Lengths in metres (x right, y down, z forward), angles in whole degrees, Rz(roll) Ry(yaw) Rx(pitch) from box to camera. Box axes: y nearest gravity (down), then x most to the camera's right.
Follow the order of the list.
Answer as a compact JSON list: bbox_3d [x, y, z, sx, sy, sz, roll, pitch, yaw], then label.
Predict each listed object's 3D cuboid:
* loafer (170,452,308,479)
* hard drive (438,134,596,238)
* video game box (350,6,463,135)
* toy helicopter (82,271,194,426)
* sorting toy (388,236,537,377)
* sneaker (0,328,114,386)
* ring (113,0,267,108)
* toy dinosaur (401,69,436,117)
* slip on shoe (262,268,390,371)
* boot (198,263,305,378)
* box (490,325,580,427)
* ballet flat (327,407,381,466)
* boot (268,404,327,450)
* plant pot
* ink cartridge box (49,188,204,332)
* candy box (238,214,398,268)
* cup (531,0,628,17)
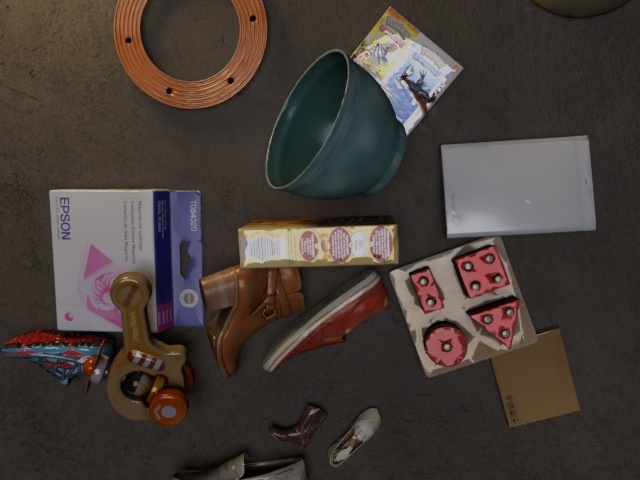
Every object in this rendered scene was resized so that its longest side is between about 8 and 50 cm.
[{"bbox_3d":[-0.189,0.548,1.342,0.320,0.112,0.111,1,92,-4],"label":"loafer"},{"bbox_3d":[0.416,-0.112,1.234,0.308,0.040,0.203,-3,86,3],"label":"hard drive"},{"bbox_3d":[0.166,-0.355,1.232,0.205,0.048,0.187,39,96,-2],"label":"video game box"},{"bbox_3d":[-0.409,0.234,1.249,0.235,0.140,0.355,-3,111,-4],"label":"toy helicopter"},{"bbox_3d":[0.312,0.146,1.253,0.257,0.089,0.255,-20,90,5],"label":"sorting toy"},{"bbox_3d":[-0.611,0.281,1.333,0.262,0.104,0.125,2,99,3],"label":"sneaker"},{"bbox_3d":[-0.281,-0.455,1.255,0.337,0.032,0.336,0,97,3],"label":"ring"},{"bbox_3d":[0.198,-0.310,1.194,0.082,0.047,0.090,28,110,17],"label":"toy dinosaur"},{"bbox_3d":[0.012,0.195,1.280,0.331,0.123,0.101,-36,98,2],"label":"slip on shoe"},{"bbox_3d":[-0.145,0.172,1.298,0.220,0.109,0.283,-13,115,-18],"label":"boot"},{"bbox_3d":[0.482,0.310,1.309,0.164,0.021,0.201,-16,96,5],"label":"box"},{"bbox_3d":[0.082,0.461,1.337,0.057,0.052,0.168,40,98,-2],"label":"ballet flat"},{"bbox_3d":[-0.052,0.421,1.348,0.106,0.037,0.114,29,101,-14],"label":"boot"},{"bbox_3d":[0.046,-0.201,1.162,0.196,0.293,0.293,23,99,-27],"label":"plant pot"},{"bbox_3d":[-0.436,0.045,1.310,0.330,0.071,0.324,0,97,5],"label":"ink cartridge box"},{"bbox_3d":[0.000,0.000,1.218,0.317,0.183,0.087,-1,98,4],"label":"candy box"},{"bbox_3d":[0.539,-0.615,1.081,0.331,0.237,0.331,0,98,3],"label":"cup"}]
